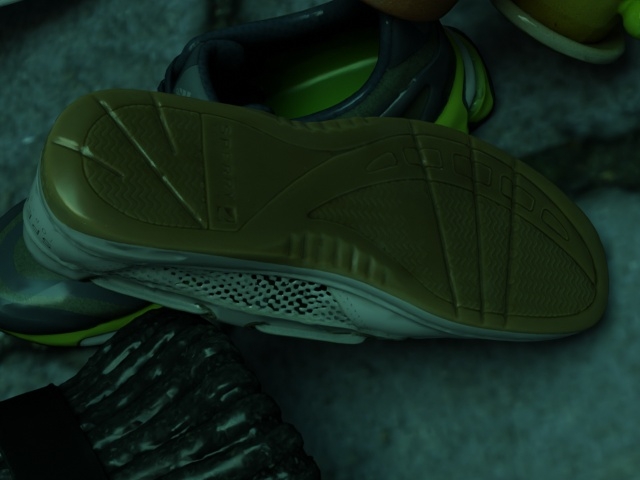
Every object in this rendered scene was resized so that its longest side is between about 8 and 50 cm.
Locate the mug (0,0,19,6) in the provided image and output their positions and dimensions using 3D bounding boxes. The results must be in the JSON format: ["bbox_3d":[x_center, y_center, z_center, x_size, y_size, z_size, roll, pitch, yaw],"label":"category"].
[{"bbox_3d":[-0.210,-0.350,0.830,0.374,0.276,0.328,-16,49,-19],"label":"mug"}]

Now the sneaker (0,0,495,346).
[{"bbox_3d":[-0.063,-0.047,0.712,0.300,0.121,0.111,-30,62,8],"label":"sneaker"}]

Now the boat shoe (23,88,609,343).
[{"bbox_3d":[0.000,0.000,0.641,0.277,0.096,0.098,13,60,-20],"label":"boat shoe"}]

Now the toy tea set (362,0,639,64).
[{"bbox_3d":[0.046,-0.232,0.697,0.336,0.200,0.124,55,128,32],"label":"toy tea set"}]

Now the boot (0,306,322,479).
[{"bbox_3d":[-0.178,0.104,0.674,0.260,0.131,0.348,-39,52,-14],"label":"boot"}]
